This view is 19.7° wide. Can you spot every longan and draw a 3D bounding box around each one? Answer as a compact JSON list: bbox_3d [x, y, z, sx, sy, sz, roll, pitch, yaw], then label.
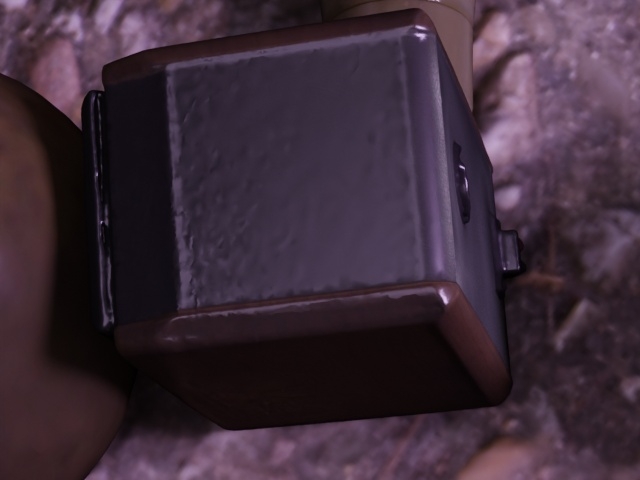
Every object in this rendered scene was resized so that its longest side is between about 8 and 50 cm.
[{"bbox_3d":[-0.238,0.038,0.969,0.297,0.297,0.297,-3,74,12],"label":"longan"}]

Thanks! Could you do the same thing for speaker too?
[{"bbox_3d":[0.000,0.000,0.943,0.192,0.231,0.153,-7,74,11],"label":"speaker"}]

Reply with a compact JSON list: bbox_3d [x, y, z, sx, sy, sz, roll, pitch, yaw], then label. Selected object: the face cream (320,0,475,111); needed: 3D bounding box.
[{"bbox_3d":[0.044,-0.225,1.081,0.137,0.084,0.341,-10,67,24],"label":"face cream"}]
